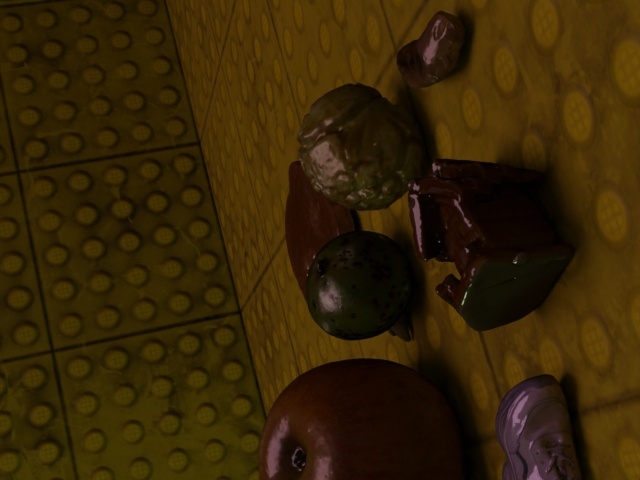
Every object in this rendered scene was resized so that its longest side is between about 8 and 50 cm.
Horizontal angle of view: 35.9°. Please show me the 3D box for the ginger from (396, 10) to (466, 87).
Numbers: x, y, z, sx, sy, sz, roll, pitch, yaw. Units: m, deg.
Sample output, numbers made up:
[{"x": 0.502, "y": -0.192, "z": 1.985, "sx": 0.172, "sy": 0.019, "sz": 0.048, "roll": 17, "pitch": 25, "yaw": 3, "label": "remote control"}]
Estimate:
[{"x": 0.166, "y": -0.280, "z": 1.476, "sx": 0.190, "sy": 0.069, "sz": 0.095, "roll": 162, "pitch": 91, "yaw": -73, "label": "ginger"}]

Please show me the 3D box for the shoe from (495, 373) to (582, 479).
[{"x": 0.310, "y": 0.302, "z": 1.341, "sx": 0.137, "sy": 0.095, "sz": 0.245, "roll": -132, "pitch": 31, "yaw": -55, "label": "shoe"}]

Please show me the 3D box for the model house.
[{"x": 0.205, "y": -0.016, "z": 1.315, "sx": 0.229, "sy": 0.199, "sz": 0.219, "roll": 65, "pitch": 147, "yaw": 30, "label": "model house"}]

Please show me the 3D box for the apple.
[{"x": 0.062, "y": 0.404, "z": 1.768, "sx": 0.400, "sy": 0.333, "sz": 0.400, "roll": -178, "pitch": 90, "yaw": -75, "label": "apple"}]

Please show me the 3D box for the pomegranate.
[{"x": 0.086, "y": 0.095, "z": 1.843, "sx": 0.263, "sy": 0.211, "sz": 0.211, "roll": 35, "pitch": -164, "yaw": -37, "label": "pomegranate"}]

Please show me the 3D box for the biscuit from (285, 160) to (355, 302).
[{"x": 0.002, "y": 0.000, "z": 2.255, "sx": 0.385, "sy": 0.062, "sz": 0.365, "roll": -123, "pitch": 29, "yaw": -53, "label": "biscuit"}]

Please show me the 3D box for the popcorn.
[{"x": 0.065, "y": -0.155, "z": 1.667, "sx": 0.221, "sy": 0.204, "sz": 0.183, "roll": 53, "pitch": -179, "yaw": 19, "label": "popcorn"}]
